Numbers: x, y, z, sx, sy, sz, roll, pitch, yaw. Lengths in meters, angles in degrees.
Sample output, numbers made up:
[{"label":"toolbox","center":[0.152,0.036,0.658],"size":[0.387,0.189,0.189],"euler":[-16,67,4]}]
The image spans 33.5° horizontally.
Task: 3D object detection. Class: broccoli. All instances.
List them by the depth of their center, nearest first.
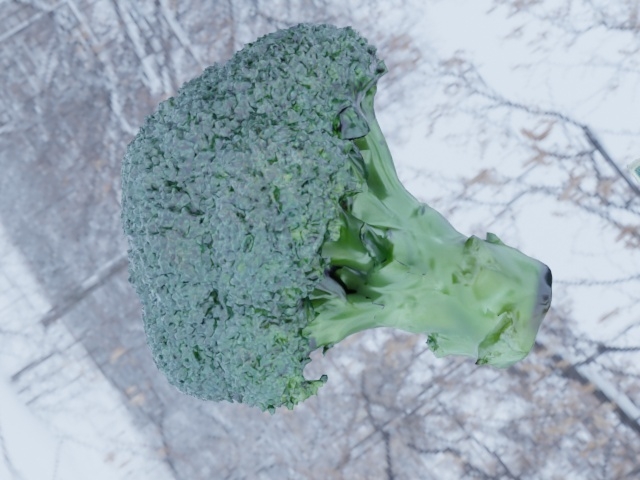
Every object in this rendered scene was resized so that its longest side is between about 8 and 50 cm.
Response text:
[{"label":"broccoli","center":[0.000,0.000,0.746],"size":[0.297,0.297,0.297],"euler":[24,-7,-9]}]

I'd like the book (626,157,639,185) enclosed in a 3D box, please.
[{"label":"book","center":[0.479,-0.059,0.861],"size":[0.264,0.379,0.031],"euler":[56,1,1]}]
